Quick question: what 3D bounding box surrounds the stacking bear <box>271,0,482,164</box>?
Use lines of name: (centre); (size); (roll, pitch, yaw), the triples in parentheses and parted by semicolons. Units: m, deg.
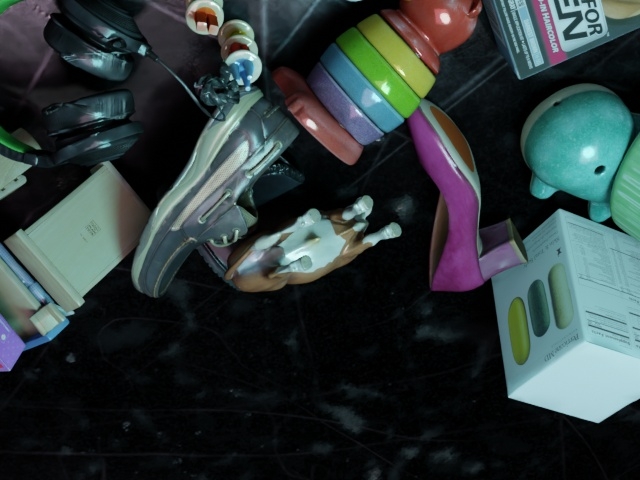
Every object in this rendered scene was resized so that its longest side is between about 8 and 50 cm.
stacking bear: (0.097, -0.259, 1.363); (0.289, 0.175, 0.164); (-42, 121, 11)

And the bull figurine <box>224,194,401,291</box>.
bull figurine: (0.000, 0.000, 1.464); (0.310, 0.101, 0.188); (-25, 178, -38)

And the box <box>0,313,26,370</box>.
box: (-0.632, 0.123, 1.495); (0.293, 0.057, 0.201); (-5, 131, 26)

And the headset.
headset: (-0.302, -0.209, 1.259); (0.394, 0.185, 0.244); (6, 101, 5)

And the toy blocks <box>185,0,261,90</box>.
toy blocks: (-0.132, -0.272, 1.308); (0.054, 0.148, 0.123); (-36, 125, 15)

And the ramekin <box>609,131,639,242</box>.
ramekin: (0.591, -0.104, 1.497); (0.303, 0.148, 0.303); (-32, 143, -27)

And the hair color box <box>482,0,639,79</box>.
hair color box: (0.411, -0.397, 1.339); (0.374, 0.114, 0.185); (-24, 127, 7)

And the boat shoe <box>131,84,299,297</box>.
boat shoe: (-0.153, -0.049, 1.381); (0.130, 0.132, 0.355); (33, 111, 1)

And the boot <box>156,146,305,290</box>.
boot: (-0.107, -0.049, 1.512); (0.207, 0.094, 0.246); (-29, 120, 16)

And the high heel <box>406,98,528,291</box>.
high heel: (0.183, -0.056, 1.552); (0.181, 0.127, 0.377); (-23, 120, 21)

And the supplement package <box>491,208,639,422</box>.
supplement package: (0.433, 0.129, 1.611); (0.198, 0.263, 0.199); (18, 138, -22)

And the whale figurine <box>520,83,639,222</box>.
whale figurine: (0.438, -0.119, 1.532); (0.216, 0.141, 0.272); (-32, 127, 13)

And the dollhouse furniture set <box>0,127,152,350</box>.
dollhouse furniture set: (-0.454, -0.011, 1.498); (0.303, 0.198, 0.286); (-24, 109, 46)
